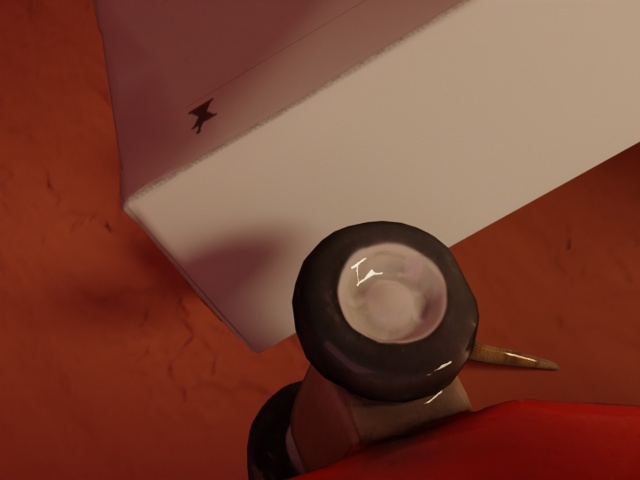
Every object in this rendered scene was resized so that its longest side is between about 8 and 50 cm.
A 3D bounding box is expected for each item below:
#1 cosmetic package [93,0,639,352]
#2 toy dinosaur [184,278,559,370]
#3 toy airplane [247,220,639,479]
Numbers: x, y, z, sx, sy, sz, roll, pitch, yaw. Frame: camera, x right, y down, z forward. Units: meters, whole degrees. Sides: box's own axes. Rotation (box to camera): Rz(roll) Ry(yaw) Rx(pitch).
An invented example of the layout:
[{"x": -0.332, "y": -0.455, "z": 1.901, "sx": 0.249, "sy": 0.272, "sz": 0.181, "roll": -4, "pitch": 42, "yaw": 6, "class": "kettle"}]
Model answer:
[{"x": 0.091, "y": -0.161, "z": 0.737, "sx": 0.377, "sy": 0.097, "sz": 0.284, "roll": -29, "pitch": 36, "yaw": 12, "class": "cosmetic package"}, {"x": 0.000, "y": 0.000, "z": 0.893, "sx": 0.112, "sy": 0.064, "sz": 0.211, "roll": -35, "pitch": 77, "yaw": 8, "class": "toy dinosaur"}, {"x": 0.163, "y": 0.152, "z": 0.636, "sx": 0.384, "sy": 0.386, "sz": 0.272, "roll": -20, "pitch": 54, "yaw": 30, "class": "toy airplane"}]
